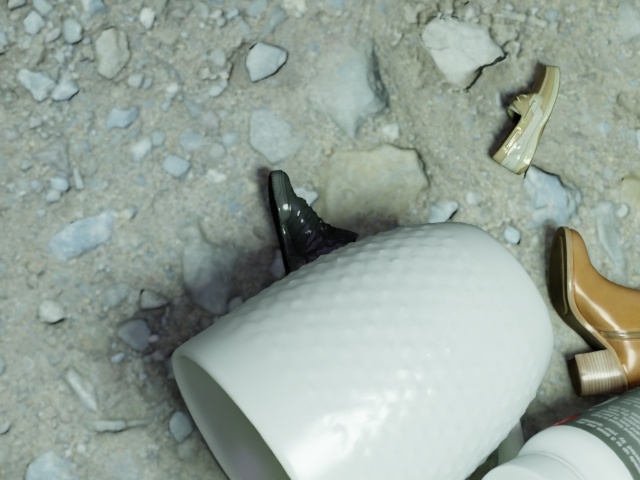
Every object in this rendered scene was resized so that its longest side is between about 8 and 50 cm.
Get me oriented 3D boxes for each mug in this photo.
[{"bbox_3d":[0.080,0.176,1.688,0.328,0.276,0.374,-34,113,-17],"label":"mug"}]

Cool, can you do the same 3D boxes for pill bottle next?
[{"bbox_3d":[0.297,0.248,1.675,0.283,0.161,0.161,-17,78,-40],"label":"pill bottle"}]

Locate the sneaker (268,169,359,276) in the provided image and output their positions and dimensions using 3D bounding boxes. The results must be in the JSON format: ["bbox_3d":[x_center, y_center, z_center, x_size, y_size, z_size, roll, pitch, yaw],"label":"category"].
[{"bbox_3d":[0.000,-0.001,1.812,0.089,0.051,0.170,-11,83,-10],"label":"sneaker"}]

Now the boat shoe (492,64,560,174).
[{"bbox_3d":[0.234,-0.143,1.872,0.045,0.050,0.135,23,75,-7],"label":"boat shoe"}]

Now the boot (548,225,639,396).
[{"bbox_3d":[0.339,0.070,1.826,0.152,0.073,0.197,-11,90,-8],"label":"boot"}]
